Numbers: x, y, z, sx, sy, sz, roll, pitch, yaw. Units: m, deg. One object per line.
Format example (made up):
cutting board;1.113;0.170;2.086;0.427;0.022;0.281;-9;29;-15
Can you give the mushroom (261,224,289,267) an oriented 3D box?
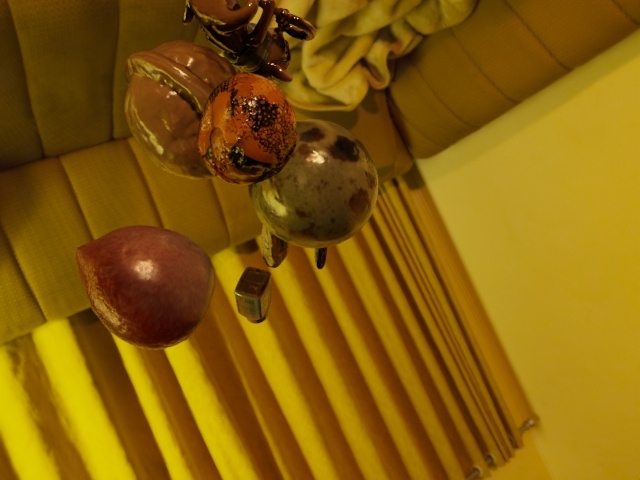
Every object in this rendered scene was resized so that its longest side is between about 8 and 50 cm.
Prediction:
mushroom;-0.154;-0.003;1.696;0.094;0.210;0.072;5;162;-41

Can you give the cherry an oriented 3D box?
cherry;-0.317;0.074;0.921;0.205;0.240;0.239;-7;-174;26

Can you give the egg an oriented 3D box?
egg;-0.010;-0.146;1.354;0.344;0.345;0.428;-27;161;14

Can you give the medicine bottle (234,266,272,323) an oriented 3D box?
medicine bottle;-0.211;0.185;1.582;0.188;0.094;0.119;94;14;-49

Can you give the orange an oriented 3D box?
orange;-0.152;-0.228;1.014;0.182;0.235;0.234;-1;165;-30

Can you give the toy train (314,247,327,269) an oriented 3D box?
toy train;0.000;0.000;1.965;0.052;0.234;0.051;-6;-159;-33

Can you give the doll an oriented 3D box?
doll;-0.210;-0.622;1.458;0.317;0.209;0.339;0;158;33

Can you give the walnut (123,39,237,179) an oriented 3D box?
walnut;-0.365;-0.370;1.398;0.383;0.384;0.383;-26;178;-1
